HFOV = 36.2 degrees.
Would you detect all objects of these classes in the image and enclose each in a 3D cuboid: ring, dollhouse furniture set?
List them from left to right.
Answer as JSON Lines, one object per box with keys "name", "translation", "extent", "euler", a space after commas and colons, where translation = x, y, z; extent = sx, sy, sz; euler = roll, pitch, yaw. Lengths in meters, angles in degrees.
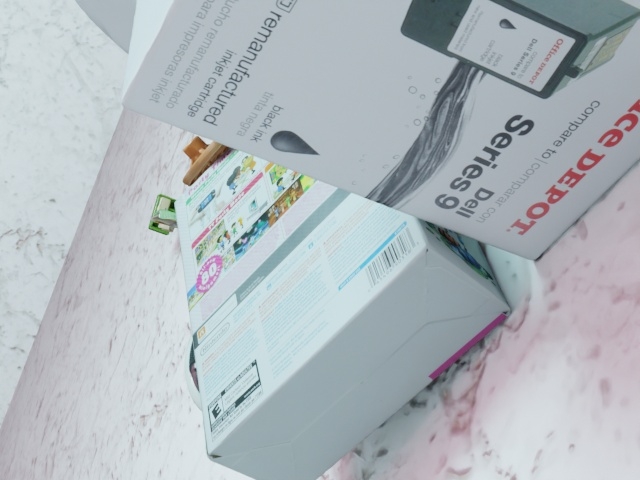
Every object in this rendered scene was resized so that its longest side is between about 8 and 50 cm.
{"name": "dollhouse furniture set", "translation": [-0.218, -0.043, 1.488], "extent": [0.151, 0.076, 0.059], "euler": [-10, 61, 68]}
{"name": "ring", "translation": [-0.022, -0.181, 0.974], "extent": [0.336, 0.032, 0.336], "euler": [-45, 5, 5]}

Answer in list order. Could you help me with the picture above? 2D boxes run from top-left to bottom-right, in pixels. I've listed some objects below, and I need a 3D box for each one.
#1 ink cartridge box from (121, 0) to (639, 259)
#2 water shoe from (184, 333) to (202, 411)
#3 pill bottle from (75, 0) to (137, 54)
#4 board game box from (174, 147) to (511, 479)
{"name": "ink cartridge box", "translation": [0.064, -0.131, 0.556], "extent": [0.211, 0.289, 0.122], "euler": [-51, 29, 40]}
{"name": "water shoe", "translation": [-0.092, 0.090, 1.044], "extent": [0.080, 0.072, 0.203], "euler": [-43, 33, 46]}
{"name": "pill bottle", "translation": [-0.052, -0.341, 0.931], "extent": [0.392, 0.224, 0.224], "euler": [-53, 17, -13]}
{"name": "board game box", "translation": [-0.003, 0.005, 0.768], "extent": [0.224, 0.097, 0.303], "euler": [-44, 35, 21]}
